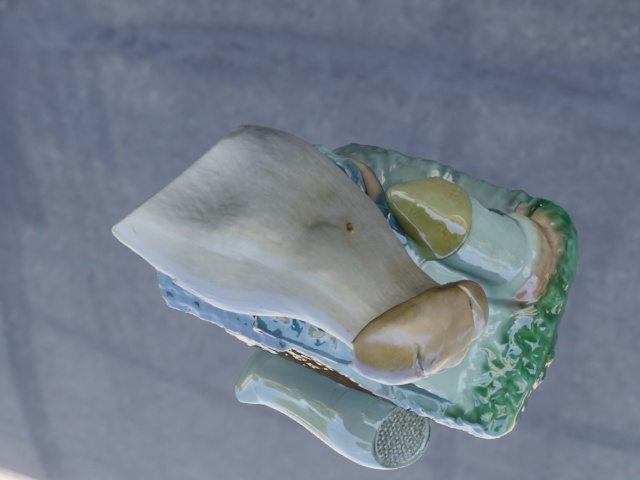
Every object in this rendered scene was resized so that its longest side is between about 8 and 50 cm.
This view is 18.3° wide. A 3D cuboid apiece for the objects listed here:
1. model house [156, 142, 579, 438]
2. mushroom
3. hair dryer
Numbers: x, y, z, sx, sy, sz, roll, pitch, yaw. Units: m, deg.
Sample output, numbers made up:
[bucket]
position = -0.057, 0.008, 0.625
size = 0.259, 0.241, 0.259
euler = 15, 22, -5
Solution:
[model house]
position = 0.000, 0.000, 1.476
size = 0.267, 0.194, 0.325
euler = 19, 177, 39
[mushroom]
position = -0.007, 0.010, 1.070
size = 0.225, 0.116, 0.093
euler = 30, 139, 28
[hair dryer]
position = 0.049, 0.067, 1.710
size = 0.206, 0.237, 0.075
euler = 23, 167, 49
